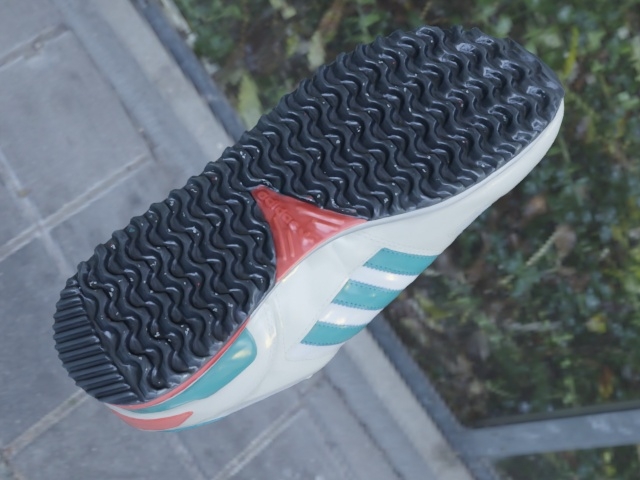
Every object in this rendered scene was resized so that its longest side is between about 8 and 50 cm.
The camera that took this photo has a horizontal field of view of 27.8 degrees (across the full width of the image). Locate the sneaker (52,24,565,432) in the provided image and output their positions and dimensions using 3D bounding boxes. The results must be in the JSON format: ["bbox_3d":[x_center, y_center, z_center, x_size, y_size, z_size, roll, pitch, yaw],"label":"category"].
[{"bbox_3d":[0.000,0.000,0.379,0.161,0.075,0.057,-36,68,-12],"label":"sneaker"}]
